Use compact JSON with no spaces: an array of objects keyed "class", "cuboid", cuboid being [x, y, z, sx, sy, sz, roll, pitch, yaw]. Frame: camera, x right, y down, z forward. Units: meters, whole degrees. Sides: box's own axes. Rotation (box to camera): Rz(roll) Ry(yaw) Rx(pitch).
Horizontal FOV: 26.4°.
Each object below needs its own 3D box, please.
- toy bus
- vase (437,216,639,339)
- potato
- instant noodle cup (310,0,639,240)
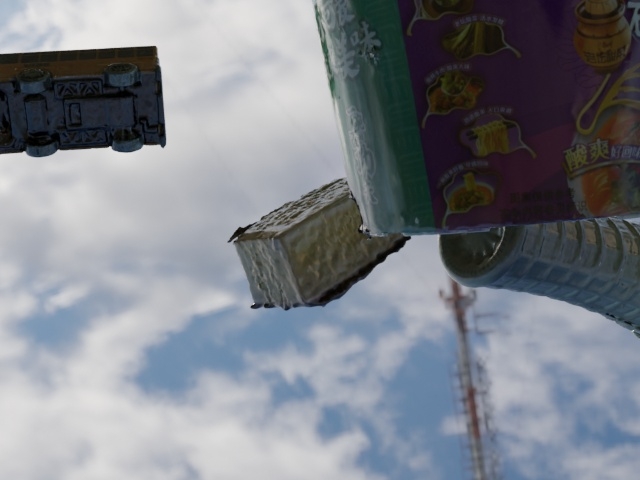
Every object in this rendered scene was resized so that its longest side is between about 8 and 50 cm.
[{"class":"toy bus","cuboid":[-0.247,-0.142,1.357,0.182,0.091,0.103,-4,-152,-6]},{"class":"vase","cuboid":[0.261,0.018,1.372,0.299,0.143,0.143,13,-163,-36]},{"class":"potato","cuboid":[0.002,-0.001,0.985,0.122,0.061,0.086,-33,-161,-34]},{"class":"instant noodle cup","cuboid":[0.108,-0.103,0.805,0.251,0.190,0.251,-5,-178,0]}]
